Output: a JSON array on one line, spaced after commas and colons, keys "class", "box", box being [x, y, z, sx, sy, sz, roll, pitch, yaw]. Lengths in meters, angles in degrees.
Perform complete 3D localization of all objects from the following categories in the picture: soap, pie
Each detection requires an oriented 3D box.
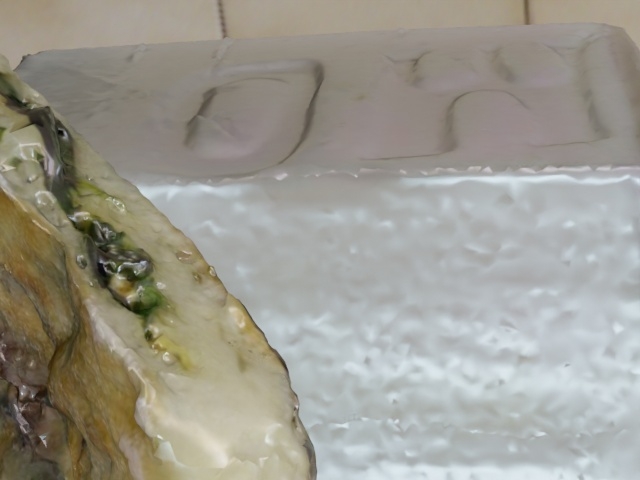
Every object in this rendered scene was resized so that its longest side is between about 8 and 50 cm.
[{"class": "soap", "box": [0.000, 0.000, 1.001, 0.435, 0.350, 0.213, -2, 113, 9]}, {"class": "pie", "box": [-0.082, 0.059, 0.488, 0.218, 0.052, 0.185, 45, 133, 31]}]
